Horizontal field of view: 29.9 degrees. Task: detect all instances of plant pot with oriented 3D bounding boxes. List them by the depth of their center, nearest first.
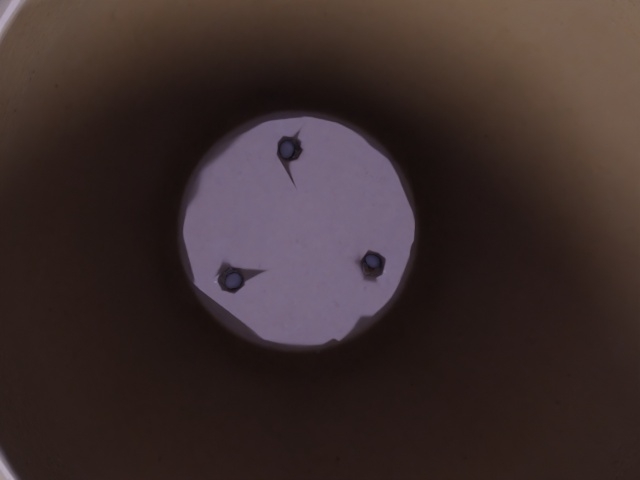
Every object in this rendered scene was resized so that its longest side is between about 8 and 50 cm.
[{"bbox_3d":[0.000,0.000,0.489,0.256,0.274,0.257,0,91,-6],"label":"plant pot"}]
